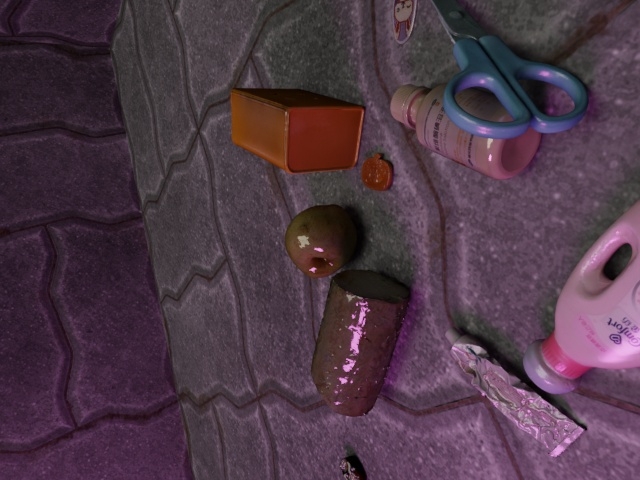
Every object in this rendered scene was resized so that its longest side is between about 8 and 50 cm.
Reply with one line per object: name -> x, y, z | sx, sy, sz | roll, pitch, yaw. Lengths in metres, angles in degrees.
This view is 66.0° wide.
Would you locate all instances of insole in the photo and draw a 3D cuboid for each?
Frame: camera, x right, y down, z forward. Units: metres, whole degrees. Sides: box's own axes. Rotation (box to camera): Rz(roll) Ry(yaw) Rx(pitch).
insole -> 0.156, -0.468, 0.908 | 0.065, 0.004, 0.197 | 20, 114, 54

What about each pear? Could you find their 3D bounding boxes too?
pear -> 0.000, 0.000, 1.113 | 0.167, 0.167, 0.136 | 124, 144, -46

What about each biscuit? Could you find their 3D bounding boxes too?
biscuit -> 0.118, -0.143, 1.026 | 0.091, 0.015, 0.078 | 29, 119, 50

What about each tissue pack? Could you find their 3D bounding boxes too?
tissue pack -> -0.065, -0.256, 1.116 | 0.274, 0.194, 0.145 | 34, 124, 50

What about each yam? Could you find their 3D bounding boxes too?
yam -> 0.076, 0.208, 1.033 | 0.168, 0.168, 0.304 | 42, 129, 44

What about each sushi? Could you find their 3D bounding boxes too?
sushi -> 0.086, 0.571, 1.219 | 0.046, 0.044, 0.083 | -51, 54, 22

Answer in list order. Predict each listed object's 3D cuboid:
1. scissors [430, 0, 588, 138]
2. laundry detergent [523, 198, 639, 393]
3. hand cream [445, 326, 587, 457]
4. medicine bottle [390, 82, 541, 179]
scissors -> 0.220, -0.313, 0.744 | 0.029, 0.193, 0.447 | 90, 166, -54
laundry detergent -> 0.379, 0.079, 0.614 | 0.159, 0.088, 0.335 | 63, 143, 34
hand cream -> 0.299, 0.235, 0.809 | 0.257, 0.050, 0.084 | 47, 131, 37
medicine bottle -> 0.214, -0.189, 0.783 | 0.252, 0.114, 0.114 | 41, 129, 46
